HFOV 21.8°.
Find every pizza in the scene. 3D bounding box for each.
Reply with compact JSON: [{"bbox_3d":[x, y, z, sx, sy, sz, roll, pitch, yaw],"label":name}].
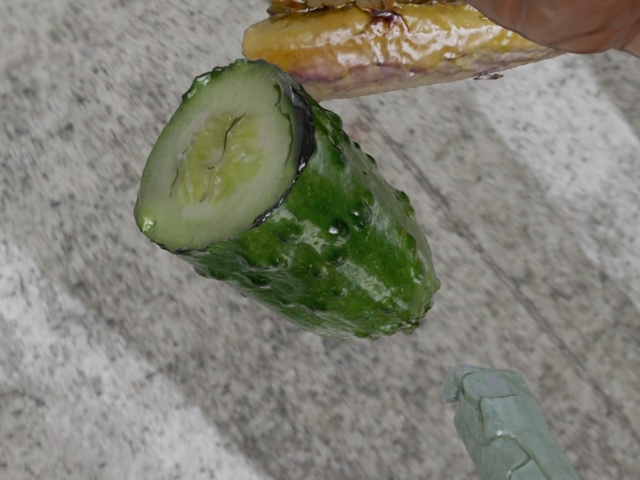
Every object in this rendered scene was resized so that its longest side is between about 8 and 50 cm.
[{"bbox_3d":[0.088,-0.157,1.139,0.305,0.161,0.086,-13,106,-19],"label":"pizza"}]

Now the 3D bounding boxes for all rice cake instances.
[{"bbox_3d":[0.176,0.205,1.294,0.066,0.336,0.063,6,118,-22],"label":"rice cake"}]

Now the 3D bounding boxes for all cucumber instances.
[{"bbox_3d":[0.003,0.000,1.035,0.134,0.134,0.244,-48,136,2],"label":"cucumber"}]

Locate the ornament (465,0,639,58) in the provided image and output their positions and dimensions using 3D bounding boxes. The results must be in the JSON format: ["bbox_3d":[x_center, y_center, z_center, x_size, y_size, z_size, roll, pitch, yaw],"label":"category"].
[{"bbox_3d":[0.111,-0.171,0.454,0.221,0.217,0.235,-4,66,-21],"label":"ornament"}]
